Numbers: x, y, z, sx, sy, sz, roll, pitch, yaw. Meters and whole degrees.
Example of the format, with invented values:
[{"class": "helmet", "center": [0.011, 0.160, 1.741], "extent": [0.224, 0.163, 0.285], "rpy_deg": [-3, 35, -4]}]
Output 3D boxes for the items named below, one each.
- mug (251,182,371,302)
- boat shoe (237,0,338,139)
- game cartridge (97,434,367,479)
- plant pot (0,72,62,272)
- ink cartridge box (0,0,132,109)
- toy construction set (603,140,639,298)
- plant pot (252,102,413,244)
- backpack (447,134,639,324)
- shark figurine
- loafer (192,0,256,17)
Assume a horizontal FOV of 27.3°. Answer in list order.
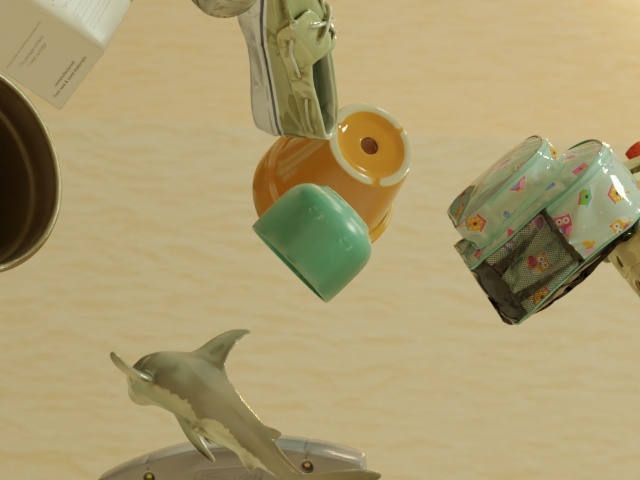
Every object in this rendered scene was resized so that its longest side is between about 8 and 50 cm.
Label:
[{"class": "mug", "center": [-0.005, -0.006, 1.565], "extent": [0.097, 0.129, 0.158], "rpy_deg": [-45, -168, -4]}, {"class": "boat shoe", "center": [-0.027, -0.232, 1.442], "extent": [0.302, 0.094, 0.109], "rpy_deg": [85, 22, -51]}, {"class": "game cartridge", "center": [-0.088, 0.310, 1.426], "extent": [0.060, 0.294, 0.196], "rpy_deg": [-58, 142, -77]}, {"class": "plant pot", "center": [-0.585, -0.075, 1.900], "extent": [0.323, 0.280, 0.323], "rpy_deg": [22, 59, -43]}, {"class": "ink cartridge box", "center": [-0.273, -0.243, 1.140], "extent": [0.092, 0.219, 0.160], "rpy_deg": [-43, -160, 39]}, {"class": "toy construction set", "center": [0.421, 0.001, 1.445], "extent": [0.327, 0.215, 0.151], "rpy_deg": [52, -16, 36]}, {"class": "plant pot", "center": [0.032, -0.093, 1.850], "extent": [0.188, 0.205, 0.205], "rpy_deg": [137, -36, -57]}, {"class": "backpack", "center": [0.224, -0.026, 1.316], "extent": [0.144, 0.188, 0.166], "rpy_deg": [57, 5, -6]}, {"class": "shark figurine", "center": [-0.082, 0.144, 1.230], "extent": [0.116, 0.278, 0.166], "rpy_deg": [-49, 147, -19]}, {"class": "loafer", "center": [-0.150, -0.331, 1.333], "extent": [0.111, 0.112, 0.319], "rpy_deg": [-52, -130, 37]}]
